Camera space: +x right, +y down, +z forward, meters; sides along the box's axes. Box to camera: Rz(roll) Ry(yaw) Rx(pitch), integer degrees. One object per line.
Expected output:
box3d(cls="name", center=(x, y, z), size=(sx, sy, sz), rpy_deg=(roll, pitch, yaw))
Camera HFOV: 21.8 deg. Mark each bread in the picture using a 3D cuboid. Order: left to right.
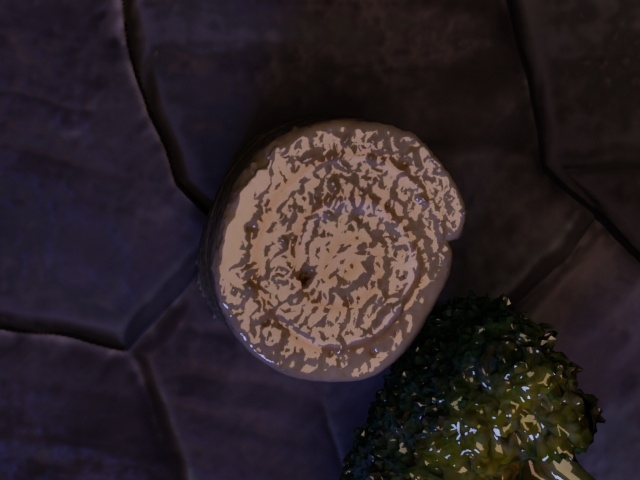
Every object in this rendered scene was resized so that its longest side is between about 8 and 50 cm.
box3d(cls="bread", center=(0.000, 0.000, 0.949), size=(0.134, 0.141, 0.148), rpy_deg=(35, 88, -9))

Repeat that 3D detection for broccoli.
box3d(cls="broccoli", center=(0.115, 0.127, 0.944), size=(0.194, 0.220, 0.194), rpy_deg=(3, 56, -4))
